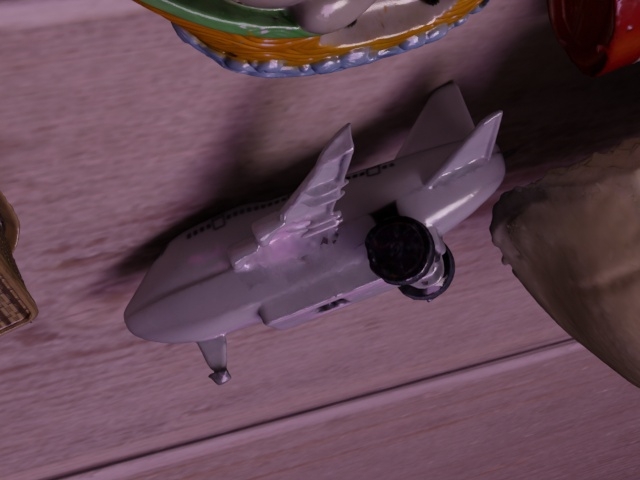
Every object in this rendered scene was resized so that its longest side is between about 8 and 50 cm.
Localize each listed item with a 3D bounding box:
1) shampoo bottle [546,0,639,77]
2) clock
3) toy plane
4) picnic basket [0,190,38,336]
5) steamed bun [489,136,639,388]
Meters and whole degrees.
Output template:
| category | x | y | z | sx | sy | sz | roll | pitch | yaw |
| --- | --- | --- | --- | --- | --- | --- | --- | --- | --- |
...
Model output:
| category | x | y | z | sx | sy | sz | roll | pitch | yaw |
| --- | --- | --- | --- | --- | --- | --- | --- | --- | --- |
| shampoo bottle | 0.273 | -0.184 | 0.926 | 0.314 | 0.076 | 0.118 | -23 | 151 | -9 |
| clock | 0.012 | -0.142 | 0.722 | 0.231 | 0.103 | 0.144 | -19 | 153 | -22 |
| toy plane | 0.003 | 0.004 | 1.003 | 0.255 | 0.101 | 0.251 | -29 | 167 | 6 |
| picnic basket | -0.228 | 0.017 | 0.826 | 0.164 | 0.079 | 0.115 | -25 | 156 | -3 |
| steamed bun | 0.249 | 0.004 | 1.034 | 0.272 | 0.273 | 0.290 | -16 | 176 | -1 |
